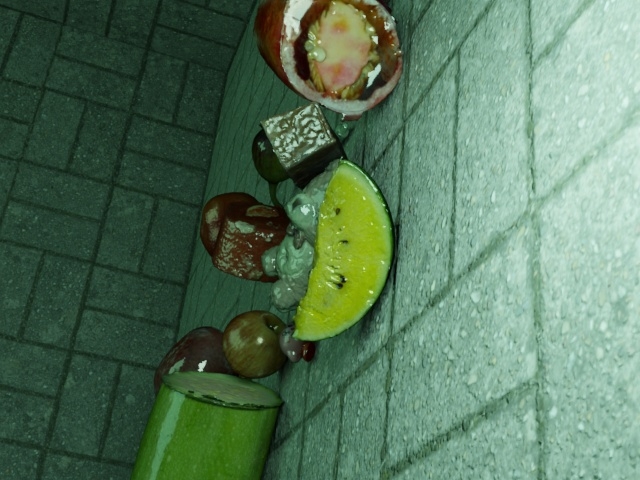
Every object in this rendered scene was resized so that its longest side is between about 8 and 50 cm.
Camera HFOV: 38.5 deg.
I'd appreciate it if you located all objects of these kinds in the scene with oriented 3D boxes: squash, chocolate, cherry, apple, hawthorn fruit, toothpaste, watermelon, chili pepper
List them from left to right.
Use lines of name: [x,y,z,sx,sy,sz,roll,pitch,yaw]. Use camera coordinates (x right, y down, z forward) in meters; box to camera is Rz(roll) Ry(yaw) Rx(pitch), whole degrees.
squash: [-0.245,0.468,1.833,0.263,0.263,0.384,-166,92,-76]
cherry: [-0.306,0.353,2.297,0.285,0.213,0.236,-61,23,9]
hawthorn fruit: [-0.216,-0.008,2.389,0.196,0.197,0.225,118,145,-44]
apple: [-0.130,0.212,1.891,0.131,0.146,0.146,-39,32,29]
chocolate: [-0.016,-0.160,1.656,0.112,0.112,0.321,64,-177,10]
chili pepper: [0.008,-0.370,1.686,0.305,0.251,0.229,-118,45,-67]
toothpaste: [0.025,-0.201,1.935,0.197,0.029,0.048,130,152,-66]
watermelon: [0.045,0.024,1.415,0.123,0.129,0.301,-113,34,-72]

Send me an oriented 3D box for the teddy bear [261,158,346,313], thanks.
teddy bear: [0.000,0.001,1.578,0.236,0.151,0.267,-112,33,-42]

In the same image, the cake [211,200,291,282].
cake: [-0.151,-0.004,2.115,0.283,0.177,0.150,-113,40,-70]

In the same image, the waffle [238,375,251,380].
waffle: [-0.189,0.356,2.219,0.092,0.021,0.135,139,143,-67]

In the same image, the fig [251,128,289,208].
fig: [-0.107,-0.168,2.245,0.149,0.149,0.245,-97,13,-56]

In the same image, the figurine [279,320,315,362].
figurine: [-0.043,0.191,1.719,0.067,0.071,0.083,55,-138,-49]
